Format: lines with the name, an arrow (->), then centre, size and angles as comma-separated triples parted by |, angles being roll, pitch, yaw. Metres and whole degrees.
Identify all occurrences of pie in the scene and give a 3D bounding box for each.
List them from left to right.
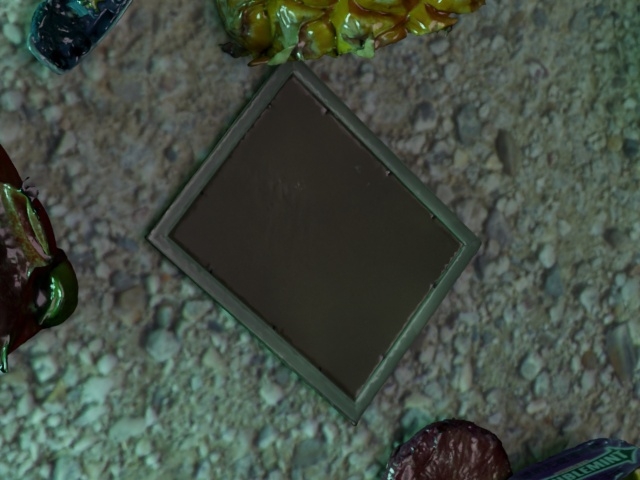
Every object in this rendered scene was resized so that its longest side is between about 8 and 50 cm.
pie -> 0.116, 0.237, 1.605 | 0.154, 0.036, 0.154 | -1, 93, -30

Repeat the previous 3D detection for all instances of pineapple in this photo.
pineapple -> 0.024, -0.223, 1.457 | 0.186, 0.236, 0.114 | -55, 130, -59

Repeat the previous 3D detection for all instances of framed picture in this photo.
framed picture -> 0.000, 0.000, 1.534 | 0.274, 0.017, 0.217 | 45, 73, -24

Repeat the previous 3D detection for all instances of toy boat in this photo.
toy boat -> -0.181, -0.194, 1.393 | 0.060, 0.061, 0.137 | 44, 73, -24

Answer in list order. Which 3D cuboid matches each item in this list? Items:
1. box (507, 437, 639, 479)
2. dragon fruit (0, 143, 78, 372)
box -> 0.270, 0.368, 1.648 | 0.134, 0.097, 0.345 | -20, 110, -23
dragon fruit -> -0.317, 0.024, 1.295 | 0.268, 0.130, 0.295 | -18, 103, -27
